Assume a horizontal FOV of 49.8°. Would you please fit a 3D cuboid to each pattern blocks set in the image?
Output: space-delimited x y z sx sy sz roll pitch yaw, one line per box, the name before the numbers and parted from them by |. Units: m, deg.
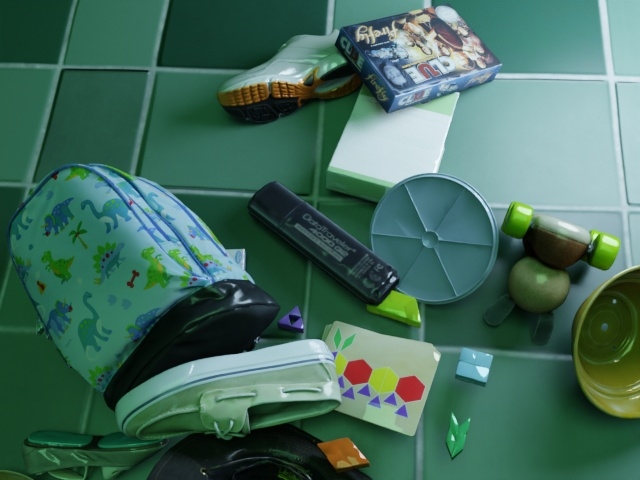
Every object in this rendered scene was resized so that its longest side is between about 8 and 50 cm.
pattern blocks set | 0.069 0.196 0.997 0.324 0.026 0.285 22 59 22

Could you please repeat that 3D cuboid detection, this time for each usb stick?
usb stick | 0.000 0.000 1.088 0.278 0.045 0.077 37 66 22

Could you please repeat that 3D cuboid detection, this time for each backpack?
backpack | -0.280 0.047 0.999 0.290 0.273 0.355 -44 54 16

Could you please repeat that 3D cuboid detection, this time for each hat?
hat | -0.079 0.370 0.869 0.331 0.331 0.134 22 109 12

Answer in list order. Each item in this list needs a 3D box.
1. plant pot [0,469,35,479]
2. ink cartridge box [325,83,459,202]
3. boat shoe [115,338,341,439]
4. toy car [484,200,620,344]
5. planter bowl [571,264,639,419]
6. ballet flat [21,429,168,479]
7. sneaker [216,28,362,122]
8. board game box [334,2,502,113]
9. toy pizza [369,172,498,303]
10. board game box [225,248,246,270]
plant pot | -0.460 0.443 0.954 0.236 0.032 0.236 -1 68 3
ink cartridge box | 0.124 -0.168 1.156 0.171 0.056 0.235 16 57 9
boat shoe | -0.117 0.212 0.916 0.302 0.109 0.094 -15 51 -12
toy car | 0.328 0.055 1.032 0.155 0.149 0.188 21 98 10
planter bowl | 0.425 0.132 0.972 0.217 0.090 0.217 -3 99 -15
ballet flat | -0.321 0.310 0.990 0.213 0.072 0.068 -1 95 4
sneaker | -0.059 -0.294 1.207 0.262 0.099 0.121 -16 60 -11
board game box | 0.169 -0.316 1.175 0.243 0.042 0.165 -22 67 -28
toy pizza | 0.172 -0.003 1.054 0.201 0.032 0.201 3 96 25
board game box | -0.165 0.059 1.098 0.090 0.020 0.090 -2 68 5
